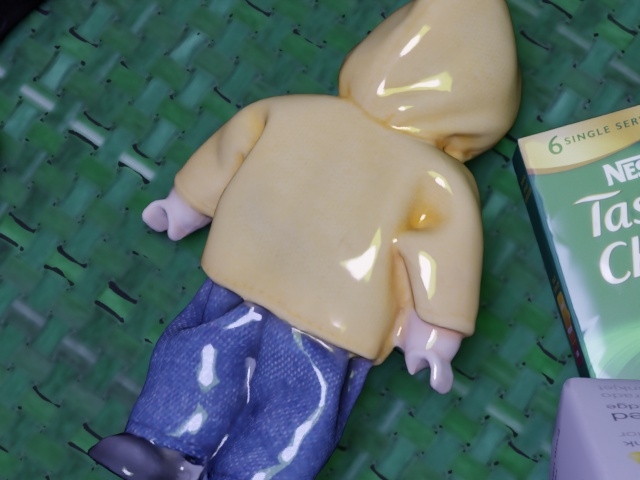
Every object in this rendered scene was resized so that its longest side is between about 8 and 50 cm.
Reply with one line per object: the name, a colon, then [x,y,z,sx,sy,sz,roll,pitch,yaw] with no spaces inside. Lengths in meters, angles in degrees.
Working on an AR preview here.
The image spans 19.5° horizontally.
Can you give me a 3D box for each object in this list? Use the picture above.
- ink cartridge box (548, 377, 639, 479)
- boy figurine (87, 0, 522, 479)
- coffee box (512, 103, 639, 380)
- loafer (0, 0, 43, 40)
ink cartridge box: [0.212,0.163,0.690,0.226,0.306,0.131,3,105,-2]
boy figurine: [0.000,0.000,0.862,0.177,0.092,0.285,22,77,27]
coffee box: [0.168,0.025,0.872,0.113,0.040,0.184,-15,78,1]
loafer: [-0.170,-0.146,0.909,0.078,0.080,0.220,41,84,10]
